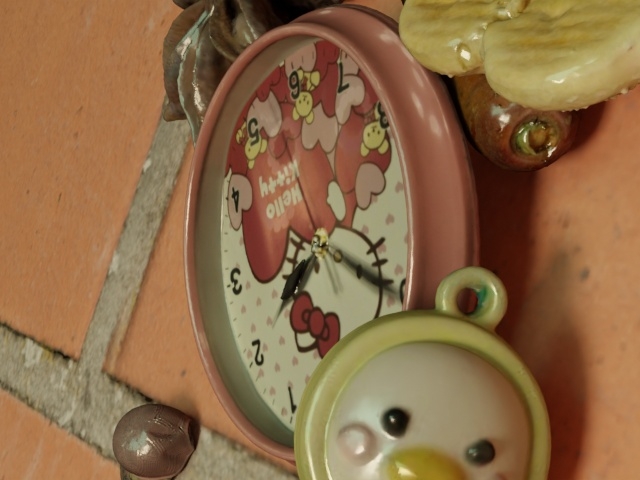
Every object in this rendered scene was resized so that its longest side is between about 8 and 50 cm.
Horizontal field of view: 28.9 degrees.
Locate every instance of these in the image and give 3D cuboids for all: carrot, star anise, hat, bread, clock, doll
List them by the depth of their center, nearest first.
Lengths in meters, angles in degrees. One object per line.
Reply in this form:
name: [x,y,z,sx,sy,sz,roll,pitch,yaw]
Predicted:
doll: [0.016,0.150,0.495,0.117,0.141,0.296,34,-106,-86]
bread: [0.124,-0.125,0.522,0.182,0.039,0.251,-46,33,-6]
carrot: [0.073,-0.114,0.638,0.059,0.059,0.248,-53,32,24]
clock: [0.001,0.000,0.645,0.244,0.056,0.244,-2,88,56]
hat: [-0.117,0.132,0.790,0.087,0.042,0.058,-27,51,47]
star anise: [-0.047,-0.143,0.814,0.212,0.073,0.197,-7,63,58]
